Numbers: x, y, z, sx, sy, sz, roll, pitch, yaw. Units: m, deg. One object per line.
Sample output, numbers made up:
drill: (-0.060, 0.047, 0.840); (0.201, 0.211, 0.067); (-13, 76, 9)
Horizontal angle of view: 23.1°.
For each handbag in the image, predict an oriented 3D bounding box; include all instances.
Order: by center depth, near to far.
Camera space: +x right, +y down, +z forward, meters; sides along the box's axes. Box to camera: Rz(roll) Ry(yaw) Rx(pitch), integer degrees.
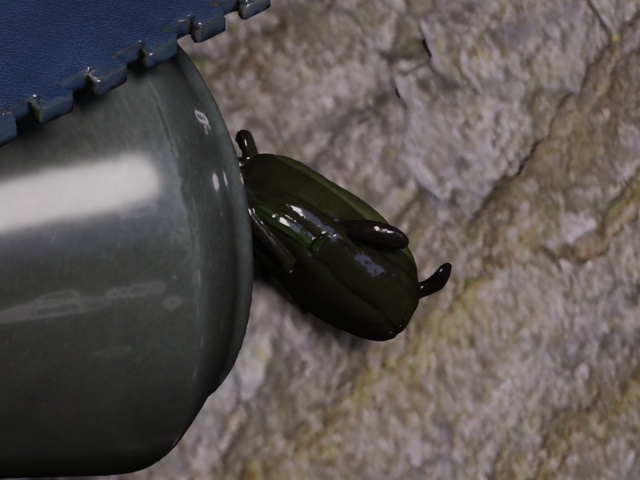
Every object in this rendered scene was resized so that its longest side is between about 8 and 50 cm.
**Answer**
handbag: (0.000, 0.000, 0.658); (0.111, 0.072, 0.047); (38, 72, -22)

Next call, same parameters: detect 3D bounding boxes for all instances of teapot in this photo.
teapot: (-0.158, -0.004, 0.483); (0.225, 0.171, 0.203); (-13, 63, -34)

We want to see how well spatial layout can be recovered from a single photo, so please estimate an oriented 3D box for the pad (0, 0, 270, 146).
pad: (-0.166, -0.105, 0.476); (0.269, 0.012, 0.269); (36, 48, 25)
